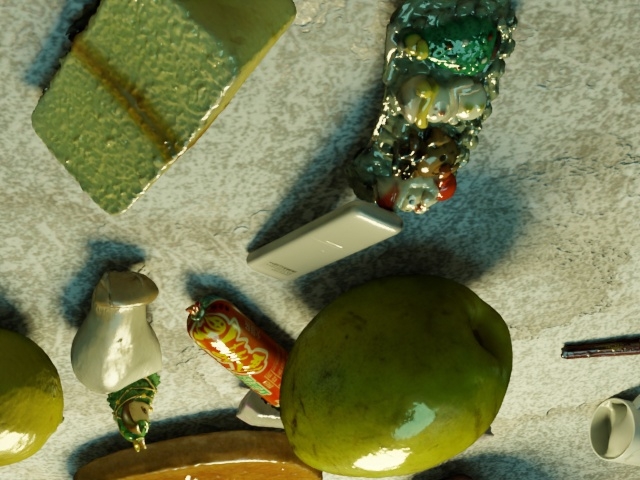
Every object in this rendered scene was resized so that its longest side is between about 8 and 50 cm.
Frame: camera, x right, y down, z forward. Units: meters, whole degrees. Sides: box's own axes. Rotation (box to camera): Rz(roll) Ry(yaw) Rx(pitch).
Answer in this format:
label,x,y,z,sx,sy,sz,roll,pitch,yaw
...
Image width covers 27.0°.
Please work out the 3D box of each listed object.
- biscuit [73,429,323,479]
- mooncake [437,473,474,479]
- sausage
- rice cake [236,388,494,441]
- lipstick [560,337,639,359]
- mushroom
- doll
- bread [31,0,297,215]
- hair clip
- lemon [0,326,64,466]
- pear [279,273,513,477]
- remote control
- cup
label,x,y,z,sx,sy,sz,roll,pitch,yaw
biscuit,-0.188,0.382,2.102,0.394,0.070,0.350,-9,150,5
mooncake,0.262,0.572,2.260,0.174,0.326,0.334,-24,155,12
sausage,-0.102,0.139,1.729,0.083,0.083,0.264,-19,145,18
rice cake,0.067,0.253,1.952,0.399,0.064,0.070,8,154,-23
lipstick,0.430,0.155,1.903,0.176,0.027,0.027,-5,148,-1
mushroom,-0.257,0.112,1.648,0.116,0.093,0.225,-16,141,-15
doll,-0.265,0.231,1.808,0.077,0.113,0.078,6,148,6
bread,-0.146,-0.141,1.246,0.178,0.142,0.266,-3,153,-36
hair clip,0.113,-0.118,1.342,0.138,0.091,0.321,-4,149,-10
lemon,-0.415,0.194,1.657,0.184,0.184,0.248,-22,156,22
pear,0.087,0.172,1.661,0.307,0.253,0.253,-24,145,34
remote control,0.000,0.000,1.508,0.067,0.029,0.261,22,156,-24
cup,0.510,0.295,2.074,0.133,0.099,0.136,15,143,-30
